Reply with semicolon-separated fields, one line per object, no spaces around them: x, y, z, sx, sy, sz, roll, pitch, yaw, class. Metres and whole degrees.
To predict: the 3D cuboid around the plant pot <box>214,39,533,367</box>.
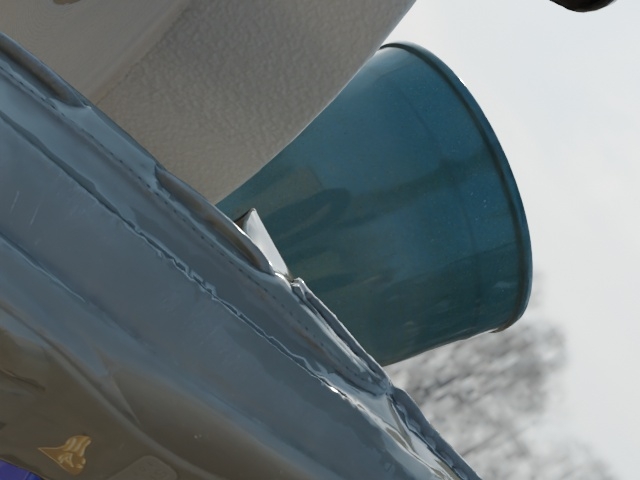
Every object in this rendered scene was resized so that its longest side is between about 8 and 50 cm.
0.000;0.000;1.369;0.271;0.255;0.271;52;-25;36;plant pot

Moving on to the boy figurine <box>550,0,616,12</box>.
0.206;-0.103;0.519;0.177;0.285;0.092;35;-56;46;boy figurine

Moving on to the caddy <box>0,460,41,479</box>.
-0.170;0.203;0.951;0.179;0.341;0.241;38;-4;-28;caddy

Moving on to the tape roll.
-0.034;-0.174;0.717;0.072;0.392;0.392;34;7;-25;tape roll

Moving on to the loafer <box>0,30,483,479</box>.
-0.032;0.039;0.477;0.319;0.112;0.111;41;45;-22;loafer
